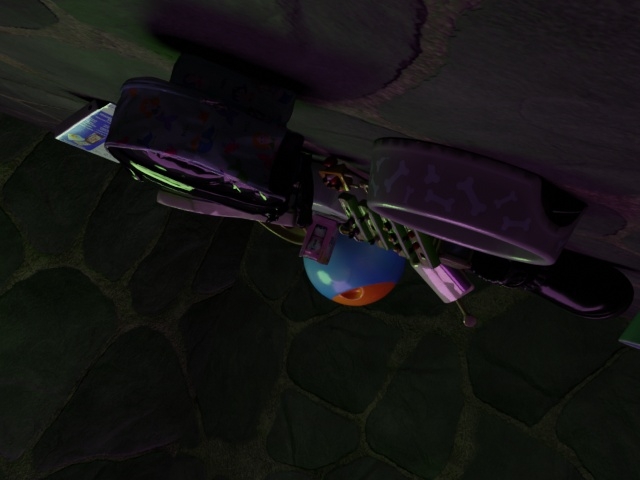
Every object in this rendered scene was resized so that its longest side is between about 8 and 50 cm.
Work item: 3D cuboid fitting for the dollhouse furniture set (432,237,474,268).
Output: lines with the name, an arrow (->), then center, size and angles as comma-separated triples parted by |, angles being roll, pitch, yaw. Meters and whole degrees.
dollhouse furniture set -> 0.321, 0.003, 1.546 | 0.184, 0.129, 0.129 | 19, 178, -1

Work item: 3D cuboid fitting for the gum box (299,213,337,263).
gum box -> 0.000, 0.000, 1.990 | 0.062, 0.107, 0.188 | 19, 179, 6

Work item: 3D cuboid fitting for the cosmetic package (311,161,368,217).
cosmetic package -> 0.014, -0.106, 1.890 | 0.285, 0.097, 0.377 | 20, 179, 33

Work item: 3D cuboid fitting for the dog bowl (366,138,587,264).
dog bowl -> 0.231, -0.054, 1.274 | 0.349, 0.102, 0.349 | 18, 177, 1

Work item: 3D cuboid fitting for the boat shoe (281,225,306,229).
boat shoe -> -0.078, -0.059, 1.928 | 0.048, 0.056, 0.153 | 19, -173, 24

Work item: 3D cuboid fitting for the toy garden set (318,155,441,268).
toy garden set -> 0.097, -0.050, 1.525 | 0.244, 0.049, 0.203 | 23, 147, 54

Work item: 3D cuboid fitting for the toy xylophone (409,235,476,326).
toy xylophone -> 0.281, 0.058, 1.852 | 0.236, 0.081, 0.322 | 46, -167, -21

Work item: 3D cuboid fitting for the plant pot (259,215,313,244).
plant pot -> -0.098, -0.102, 2.188 | 0.237, 0.109, 0.237 | 33, 161, 13

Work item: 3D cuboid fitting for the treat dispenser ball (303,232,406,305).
treat dispenser ball -> 0.096, 0.039, 2.271 | 0.288, 0.288, 0.288 | 18, 178, 1

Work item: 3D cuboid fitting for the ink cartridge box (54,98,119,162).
ink cartridge box -> -0.507, -0.276, 2.000 | 0.208, 0.045, 0.206 | -22, 154, 30

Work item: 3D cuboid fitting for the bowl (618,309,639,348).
bowl -> 0.777, 0.175, 1.617 | 0.312, 0.163, 0.311 | 19, 178, 1

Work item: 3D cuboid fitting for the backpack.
backpack -> -0.158, -0.142, 1.102 | 0.254, 0.191, 0.225 | 12, 176, -9

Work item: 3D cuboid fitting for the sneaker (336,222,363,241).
sneaker -> 0.072, -0.023, 1.866 | 0.083, 0.031, 0.035 | 25, -173, -35

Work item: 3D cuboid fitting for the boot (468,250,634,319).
boot -> 0.489, 0.069, 1.787 | 0.348, 0.131, 0.260 | 17, 178, 37

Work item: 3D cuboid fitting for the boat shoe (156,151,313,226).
boat shoe -> -0.168, -0.125, 1.658 | 0.341, 0.158, 0.127 | 9, -177, 15
